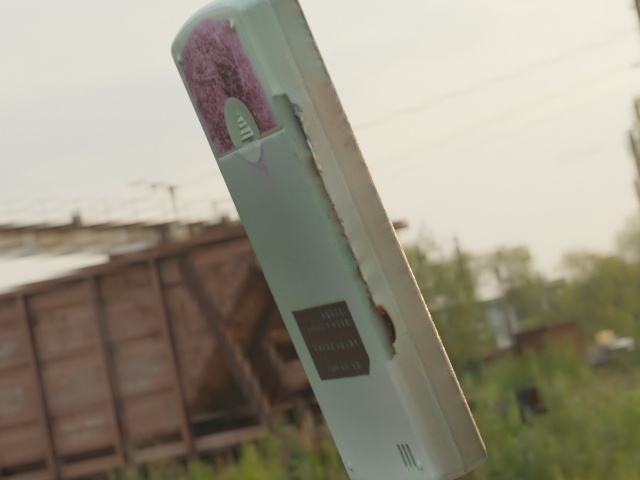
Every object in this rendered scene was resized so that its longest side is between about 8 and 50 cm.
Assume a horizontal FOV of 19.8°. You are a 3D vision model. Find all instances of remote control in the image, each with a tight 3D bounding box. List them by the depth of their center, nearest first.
[{"bbox_3d":[0.001,0.000,1.206,0.050,0.344,0.145,-24,4,-24],"label":"remote control"}]
